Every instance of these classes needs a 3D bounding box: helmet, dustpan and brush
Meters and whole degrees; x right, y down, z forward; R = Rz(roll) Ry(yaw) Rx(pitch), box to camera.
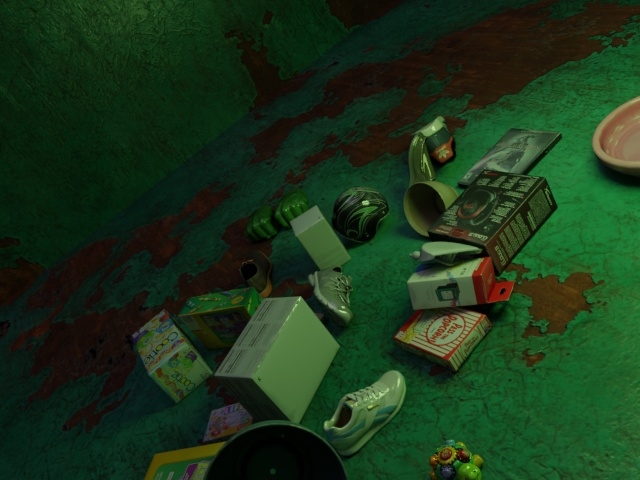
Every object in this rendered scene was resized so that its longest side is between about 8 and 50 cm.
[{"bbox_3d":[0.126,-0.093,2.101,0.169,0.169,0.162,-104,31,-59],"label":"helmet"},{"bbox_3d":[0.288,0.035,1.682,0.147,0.060,0.211,-6,14,-26],"label":"dustpan and brush"}]

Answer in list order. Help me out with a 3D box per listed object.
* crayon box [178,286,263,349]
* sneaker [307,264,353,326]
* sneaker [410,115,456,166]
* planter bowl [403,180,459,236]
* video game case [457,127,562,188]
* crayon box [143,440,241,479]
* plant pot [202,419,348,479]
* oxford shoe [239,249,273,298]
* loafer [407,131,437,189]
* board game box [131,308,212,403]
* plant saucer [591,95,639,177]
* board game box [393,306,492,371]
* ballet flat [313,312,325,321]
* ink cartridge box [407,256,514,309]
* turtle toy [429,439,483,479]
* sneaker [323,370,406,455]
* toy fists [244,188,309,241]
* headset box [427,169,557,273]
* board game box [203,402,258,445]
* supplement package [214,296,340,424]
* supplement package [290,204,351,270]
[{"bbox_3d":[-0.277,0.241,2.023,0.278,0.165,0.081,-12,36,34],"label":"crayon box"},{"bbox_3d":[0.044,0.140,1.903,0.115,0.105,0.281,-34,29,1],"label":"sneaker"},{"bbox_3d":[0.391,-0.325,2.238,0.131,0.148,0.350,-33,4,18],"label":"sneaker"},{"bbox_3d":[0.337,-0.103,1.935,0.109,0.162,0.162,-21,17,-37],"label":"planter bowl"},{"bbox_3d":[0.571,-0.242,2.012,0.274,0.026,0.196,-45,31,-16],"label":"video game case"},{"bbox_3d":[-0.305,0.650,1.513,0.313,0.106,0.363,-19,32,28],"label":"crayon box"},{"bbox_3d":[-0.095,0.503,1.378,0.293,0.293,0.196,-38,2,-5],"label":"plant pot"},{"bbox_3d":[-0.223,0.092,2.253,0.097,0.098,0.271,-32,29,5],"label":"oxford shoe"},{"bbox_3d":[0.320,-0.209,2.058,0.087,0.251,0.094,3,8,18],"label":"loafer"},{"bbox_3d":[-0.467,0.355,2.072,0.142,0.144,0.275,-40,30,-10],"label":"board game box"},{"bbox_3d":[0.869,-0.266,1.682,0.332,0.084,0.332,-25,30,16],"label":"plant saucer"},{"bbox_3d":[0.290,0.221,1.593,0.147,0.045,0.193,-46,30,-20],"label":"board game box"},{"bbox_3d":[-0.106,0.256,1.896,0.248,0.086,0.086,-33,29,2],"label":"ballet flat"},{"bbox_3d":[0.342,0.101,1.614,0.231,0.078,0.134,-8,14,25],"label":"ink cartridge box"},{"bbox_3d":[0.263,0.436,1.283,0.095,0.066,0.130,-42,30,-13],"label":"turtle toy"},{"bbox_3d":[0.105,0.377,1.507,0.228,0.092,0.087,-44,29,-19],"label":"sneaker"},{"bbox_3d":[-0.162,-0.085,2.462,0.279,0.096,0.142,-25,21,19],"label":"toy fists"},{"bbox_3d":[0.444,-0.047,1.764,0.293,0.110,0.218,-45,31,-18],"label":"headset box"},{"bbox_3d":[-0.233,0.482,1.764,0.154,0.026,0.103,-22,31,22],"label":"board game box"},{"bbox_3d":[-0.104,0.308,1.706,0.145,0.204,0.262,-7,39,43],"label":"supplement package"},{"bbox_3d":[0.000,0.000,2.078,0.105,0.179,0.105,-32,29,4],"label":"supplement package"}]
